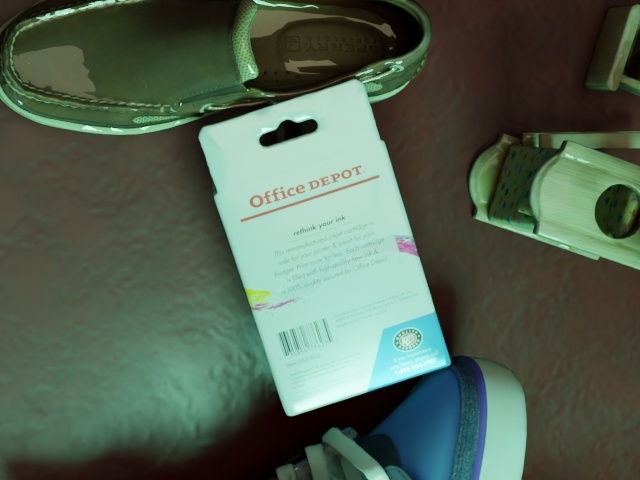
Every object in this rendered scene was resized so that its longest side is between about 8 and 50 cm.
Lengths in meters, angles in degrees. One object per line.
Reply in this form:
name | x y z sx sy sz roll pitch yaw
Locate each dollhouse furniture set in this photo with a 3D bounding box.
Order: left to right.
dollhouse furniture set | 0.180 -0.069 0.997 0.101 0.182 0.161 18 90 -16

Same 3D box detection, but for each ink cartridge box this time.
ink cartridge box | 0.000 0.000 1.001 0.104 0.061 0.181 -18 103 -2

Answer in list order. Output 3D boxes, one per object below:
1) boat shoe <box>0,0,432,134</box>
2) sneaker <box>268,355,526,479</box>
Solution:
boat shoe | -0.059 -0.117 0.967 0.258 0.095 0.095 -8 90 -16
sneaker | -0.044 0.179 0.981 0.236 0.130 0.322 26 93 -21
